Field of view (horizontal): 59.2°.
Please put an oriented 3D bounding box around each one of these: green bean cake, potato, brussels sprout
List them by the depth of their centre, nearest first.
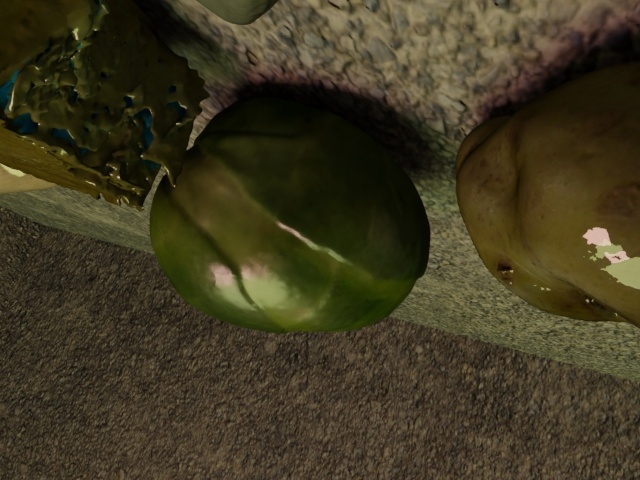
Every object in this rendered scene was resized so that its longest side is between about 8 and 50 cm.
[{"bbox_3d":[0.232,-0.035,0.471,0.218,0.202,0.351,9,-178,-13],"label":"potato"},{"bbox_3d":[-0.235,-0.161,0.506,0.285,0.202,0.310,10,168,40],"label":"green bean cake"},{"bbox_3d":[-0.054,-0.030,0.713,0.371,0.276,0.315,17,-178,37],"label":"brussels sprout"}]

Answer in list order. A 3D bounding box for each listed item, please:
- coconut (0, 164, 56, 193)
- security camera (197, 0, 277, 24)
[{"bbox_3d":[-0.428,-0.168,0.773,0.224,0.224,0.224,17,167,4],"label":"coconut"},{"bbox_3d":[-0.141,-0.249,0.328,0.301,0.080,0.157,32,179,-13],"label":"security camera"}]
